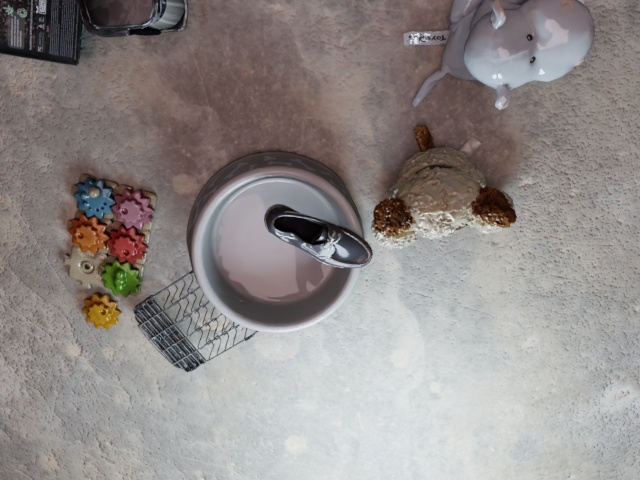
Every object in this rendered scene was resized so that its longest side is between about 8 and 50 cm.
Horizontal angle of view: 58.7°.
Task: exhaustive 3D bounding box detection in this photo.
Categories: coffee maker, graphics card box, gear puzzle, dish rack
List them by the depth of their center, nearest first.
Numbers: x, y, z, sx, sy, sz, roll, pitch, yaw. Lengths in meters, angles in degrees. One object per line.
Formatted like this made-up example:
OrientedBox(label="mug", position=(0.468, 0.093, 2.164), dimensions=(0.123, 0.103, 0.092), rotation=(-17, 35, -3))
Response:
OrientedBox(label="graphics card box", position=(-0.575, -0.430, 0.906), dimensions=(0.371, 0.094, 0.232), rotation=(3, 113, -23))
OrientedBox(label="coffee maker", position=(-0.322, -0.381, 0.931), dimensions=(0.171, 0.178, 0.120), rotation=(-24, 105, 13))
OrientedBox(label="gear puzzle", position=(-0.449, 0.040, 1.171), dimensions=(0.176, 0.044, 0.338), rotation=(16, 111, -1))
OrientedBox(label="dish rack", position=(-0.241, 0.148, 1.179), dimensions=(0.272, 0.074, 0.208), rotation=(-32, 103, 17))

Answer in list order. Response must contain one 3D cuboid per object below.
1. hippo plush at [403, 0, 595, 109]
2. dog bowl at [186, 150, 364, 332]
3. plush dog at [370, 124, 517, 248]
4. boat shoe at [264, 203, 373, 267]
OrientedBox(label="hippo plush", position=(0.275, -0.332, 0.859), dimensions=(0.294, 0.236, 0.234), rotation=(-9, 109, 9))
OrientedBox(label="dog bowl", position=(-0.079, 0.011, 1.054), dimensions=(0.349, 0.102, 0.348), rotation=(-1, 102, -7))
OrientedBox(label="plush dog", position=(0.202, -0.078, 0.966), dimensions=(0.263, 0.225, 0.210), rotation=(-10, 109, 9))
OrientedBox(label="boat shoe", position=(0.000, 0.000, 0.974), dimensions=(0.206, 0.065, 0.075), rotation=(24, 96, -12))
